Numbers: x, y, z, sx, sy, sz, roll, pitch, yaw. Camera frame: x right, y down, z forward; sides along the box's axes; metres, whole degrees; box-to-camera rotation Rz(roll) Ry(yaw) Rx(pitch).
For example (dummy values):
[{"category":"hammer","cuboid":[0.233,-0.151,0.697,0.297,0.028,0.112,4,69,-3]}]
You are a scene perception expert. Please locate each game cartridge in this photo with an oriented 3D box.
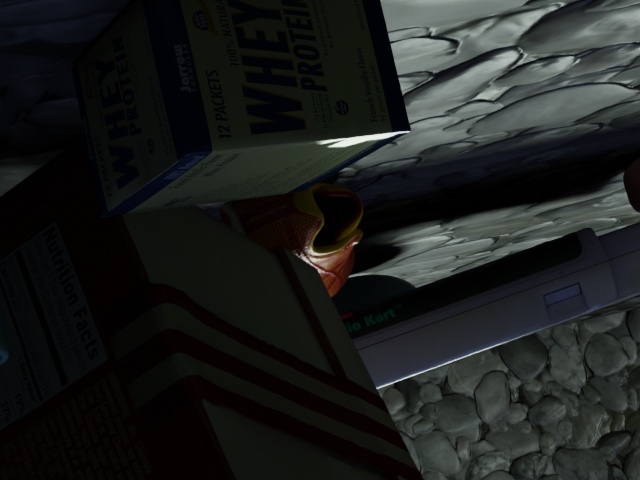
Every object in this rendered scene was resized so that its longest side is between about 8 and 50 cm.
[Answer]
[{"category":"game cartridge","cuboid":[0.067,0.066,1.085,0.355,0.068,0.230,-19,171,-5]}]

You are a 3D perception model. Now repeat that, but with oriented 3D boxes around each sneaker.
[{"category":"sneaker","cuboid":[0.000,0.000,0.883,0.067,0.064,0.175,-21,172,11]}]

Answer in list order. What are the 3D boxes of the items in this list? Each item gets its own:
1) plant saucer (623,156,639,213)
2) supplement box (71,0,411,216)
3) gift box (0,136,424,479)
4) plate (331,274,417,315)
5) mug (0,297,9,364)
[{"category":"plant saucer","cuboid":[0.379,-0.050,1.048,0.332,0.084,0.332,-13,171,-2]},{"category":"supplement box","cuboid":[-0.029,-0.048,0.525,0.083,0.056,0.083,-9,171,-29]},{"category":"gift box","cuboid":[-0.105,0.136,0.734,0.276,0.255,0.258,-31,151,16]},{"category":"plate","cuboid":[0.004,0.095,1.276,0.188,0.024,0.188,-20,-152,12]},{"category":"mug","cuboid":[-0.166,0.001,0.510,0.157,0.097,0.129,-18,170,27]}]
